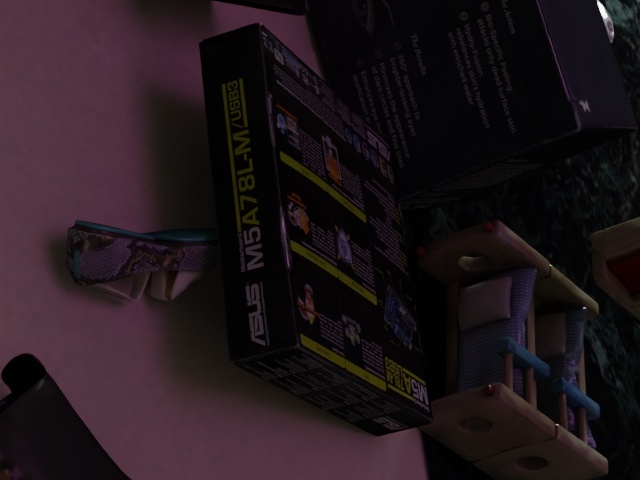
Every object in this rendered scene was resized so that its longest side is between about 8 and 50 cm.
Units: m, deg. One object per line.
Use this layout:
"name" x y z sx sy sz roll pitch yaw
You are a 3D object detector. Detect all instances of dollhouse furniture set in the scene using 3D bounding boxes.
"dollhouse furniture set" 0.166 0.056 1.041 0.129 0.184 0.129 36 45 -40

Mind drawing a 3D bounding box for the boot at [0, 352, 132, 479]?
"boot" -0.124 0.146 0.684 0.137 0.077 0.198 54 22 -12

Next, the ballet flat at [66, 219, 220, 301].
"ballet flat" -0.086 0.011 0.846 0.114 0.041 0.041 3 69 -55

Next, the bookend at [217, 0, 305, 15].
"bookend" -0.078 -0.198 0.897 0.156 0.072 0.157 -14 113 -49

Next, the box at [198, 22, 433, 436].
"box" 0.000 0.000 0.929 0.191 0.045 0.184 35 46 -60

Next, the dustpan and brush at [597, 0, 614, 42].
"dustpan and brush" 0.190 -0.190 1.294 0.147 0.060 0.211 51 23 -25

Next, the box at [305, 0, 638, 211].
"box" 0.092 -0.114 1.059 0.093 0.158 0.156 -3 75 -56
